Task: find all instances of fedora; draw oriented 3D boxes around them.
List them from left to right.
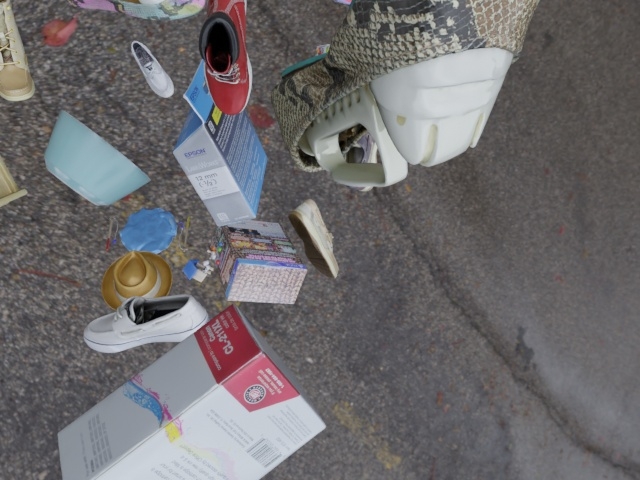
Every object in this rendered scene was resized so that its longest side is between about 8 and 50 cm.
[{"bbox_3d":[-0.476,0.091,1.411,0.194,0.194,0.079,-40,155,-29],"label":"fedora"}]

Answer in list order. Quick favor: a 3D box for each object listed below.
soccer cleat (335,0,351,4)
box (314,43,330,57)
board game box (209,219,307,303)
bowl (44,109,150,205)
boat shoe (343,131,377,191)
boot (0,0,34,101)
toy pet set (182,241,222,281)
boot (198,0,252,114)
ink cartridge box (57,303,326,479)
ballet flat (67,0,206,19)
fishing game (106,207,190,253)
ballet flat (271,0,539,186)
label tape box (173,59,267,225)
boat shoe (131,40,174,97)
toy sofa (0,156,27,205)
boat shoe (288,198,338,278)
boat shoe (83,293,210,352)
[{"bbox_3d":[-0.014,-0.679,1.452,0.248,0.095,0.083,8,80,-27],"label":"soccer cleat"},{"bbox_3d":[0.027,-0.557,1.831,0.036,0.114,0.206,32,63,-55],"label":"box"},{"bbox_3d":[-0.212,0.061,1.808,0.232,0.291,0.141,7,120,-27],"label":"board game box"},{"bbox_3d":[-0.679,-0.219,1.619,0.163,0.311,0.311,-52,130,-9],"label":"bowl"},{"bbox_3d":[0.115,-0.292,1.672,0.092,0.103,0.285,-5,98,-47],"label":"boat shoe"},{"bbox_3d":[-0.813,-0.506,1.413,0.095,0.262,0.203,-13,147,-23],"label":"boot"},{"bbox_3d":[-0.355,0.059,1.647,0.065,0.122,0.114,33,109,-20],"label":"toy pet set"},{"bbox_3d":[-0.166,-0.288,0.938,0.089,0.176,0.244,2,138,-4],"label":"boot"},{"bbox_3d":[-0.103,0.158,0.458,0.175,0.072,0.127,-36,131,-7],"label":"ink cartridge box"},{"bbox_3d":[-0.281,-0.371,0.798,0.079,0.222,0.076,79,20,-77],"label":"ballet flat"},{"bbox_3d":[-0.566,-0.028,1.817,0.041,0.264,0.189,96,-11,-58],"label":"fishing game"},{"bbox_3d":[0.071,-0.149,0.562,0.164,0.483,0.182,-9,91,-21],"label":"ballet flat"},{"bbox_3d":[-0.250,-0.245,1.305,0.249,0.115,0.347,-86,157,-45],"label":"label tape box"},{"bbox_3d":[-0.497,-0.506,1.618,0.066,0.063,0.184,-27,85,1],"label":"boat shoe"},{"bbox_3d":[-0.975,-0.241,1.469,0.150,0.177,0.362,-50,124,-56],"label":"toy sofa"},{"bbox_3d":[0.000,0.000,1.807,0.098,0.109,0.302,-45,126,-25],"label":"boat shoe"},{"bbox_3d":[-0.349,0.151,1.058,0.096,0.268,0.088,-73,151,-48],"label":"boat shoe"}]
